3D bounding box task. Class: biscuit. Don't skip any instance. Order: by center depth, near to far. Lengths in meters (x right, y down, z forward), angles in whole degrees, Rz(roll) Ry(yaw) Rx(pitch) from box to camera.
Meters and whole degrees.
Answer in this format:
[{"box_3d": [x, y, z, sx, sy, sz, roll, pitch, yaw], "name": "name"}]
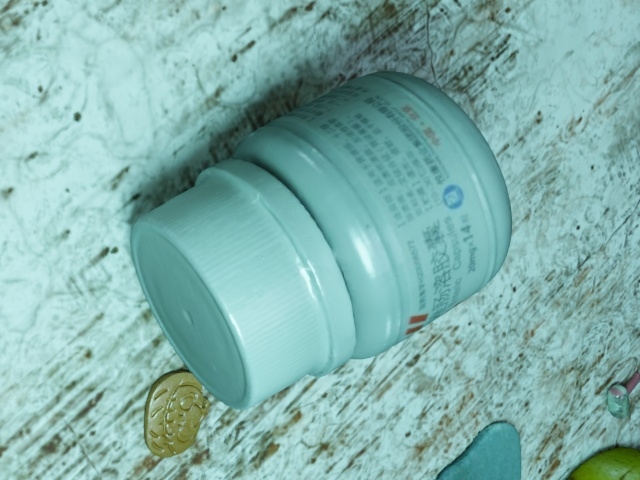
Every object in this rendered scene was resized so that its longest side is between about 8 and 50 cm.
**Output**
[{"box_3d": [-0.145, 0.177, 1.218, 0.078, 0.015, 0.091, -8, 109, -39], "name": "biscuit"}]

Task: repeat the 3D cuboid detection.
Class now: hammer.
[{"box_3d": [0.449, 0.221, 1.751, 0.083, 0.031, 0.052, -41, 130, -38], "name": "hammer"}]

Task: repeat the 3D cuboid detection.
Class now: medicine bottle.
[{"box_3d": [0.000, 0.000, 1.134, 0.306, 0.245, 0.245, -30, 122, -23], "name": "medicine bottle"}]

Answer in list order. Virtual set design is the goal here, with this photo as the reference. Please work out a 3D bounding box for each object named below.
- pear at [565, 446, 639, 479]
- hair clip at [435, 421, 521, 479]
[{"box_3d": [0.458, 0.491, 1.729, 0.386, 0.191, 0.340, -31, 122, -31], "name": "pear"}, {"box_3d": [0.203, 0.470, 1.471, 0.318, 0.238, 0.392, -9, 110, -37], "name": "hair clip"}]
